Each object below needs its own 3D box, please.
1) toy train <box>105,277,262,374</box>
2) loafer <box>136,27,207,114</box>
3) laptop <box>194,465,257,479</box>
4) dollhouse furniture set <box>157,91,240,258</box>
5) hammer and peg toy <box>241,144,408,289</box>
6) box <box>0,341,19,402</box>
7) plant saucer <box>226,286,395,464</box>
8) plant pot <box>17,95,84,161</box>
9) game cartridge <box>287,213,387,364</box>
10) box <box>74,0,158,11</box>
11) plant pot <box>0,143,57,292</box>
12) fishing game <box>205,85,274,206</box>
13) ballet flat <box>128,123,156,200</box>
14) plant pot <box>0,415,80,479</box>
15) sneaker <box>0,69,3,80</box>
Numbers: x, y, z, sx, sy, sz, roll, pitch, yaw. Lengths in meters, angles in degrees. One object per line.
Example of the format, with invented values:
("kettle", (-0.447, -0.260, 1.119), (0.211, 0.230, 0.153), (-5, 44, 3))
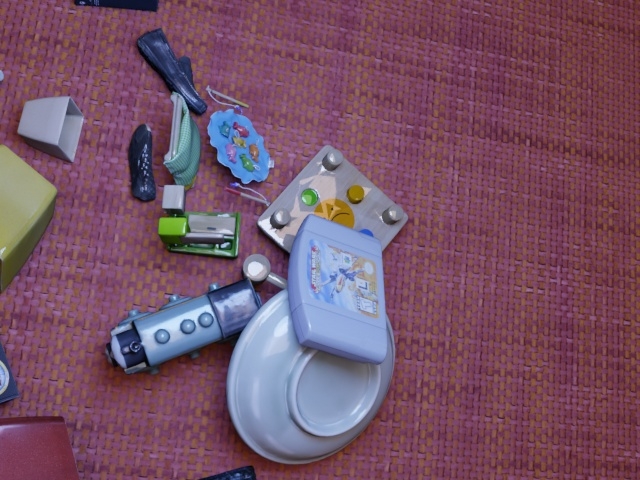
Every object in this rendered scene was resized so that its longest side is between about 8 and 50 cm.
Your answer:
("toy train", (-0.266, 0.171, 1.542), (0.334, 0.190, 0.142), (-19, 86, -17))
("loafer", (-0.318, -0.378, 1.712), (0.078, 0.076, 0.223), (-38, 85, -11))
("laptop", (-0.216, 0.627, 1.551), (0.234, 0.136, 0.264), (-11, 55, -17))
("dollhouse furniture set", (-0.240, -0.131, 1.607), (0.151, 0.197, 0.301), (3, 76, -4))
("hammer and peg toy", (0.000, 0.000, 1.684), (0.266, 0.127, 0.361), (41, 72, -4))
("box", (-0.708, 0.201, 1.431), (0.216, 0.060, 0.270), (-11, 77, -58))
("plant saucer", (0.010, 0.276, 1.547), (0.401, 0.100, 0.400), (-8, 105, -31))
("plant pot", (-0.567, -0.238, 1.608), (0.096, 0.109, 0.109), (9, 76, 0))
("game cartridge", (0.032, 0.086, 1.502), (0.198, 0.062, 0.297), (23, 46, -26))
("box", (-0.456, -0.661, 1.729), (0.184, 0.103, 0.261), (1, 78, -17))
("plant pot", (-0.638, -0.059, 1.505), (0.212, 0.212, 0.187), (39, 59, -3))
("fishing game", (-0.167, -0.207, 1.680), (0.189, 0.041, 0.264), (19, 52, -49))
("ballet flat", (-0.384, -0.169, 1.673), (0.049, 0.058, 0.173), (14, 71, -53))
("plant pot", (-0.568, 0.441, 1.386), (0.236, 0.267, 0.267), (-13, 81, -28))
("sneaker", (-0.745, -0.237, 1.548), (0.128, 0.126, 0.321), (16, 73, -5))
